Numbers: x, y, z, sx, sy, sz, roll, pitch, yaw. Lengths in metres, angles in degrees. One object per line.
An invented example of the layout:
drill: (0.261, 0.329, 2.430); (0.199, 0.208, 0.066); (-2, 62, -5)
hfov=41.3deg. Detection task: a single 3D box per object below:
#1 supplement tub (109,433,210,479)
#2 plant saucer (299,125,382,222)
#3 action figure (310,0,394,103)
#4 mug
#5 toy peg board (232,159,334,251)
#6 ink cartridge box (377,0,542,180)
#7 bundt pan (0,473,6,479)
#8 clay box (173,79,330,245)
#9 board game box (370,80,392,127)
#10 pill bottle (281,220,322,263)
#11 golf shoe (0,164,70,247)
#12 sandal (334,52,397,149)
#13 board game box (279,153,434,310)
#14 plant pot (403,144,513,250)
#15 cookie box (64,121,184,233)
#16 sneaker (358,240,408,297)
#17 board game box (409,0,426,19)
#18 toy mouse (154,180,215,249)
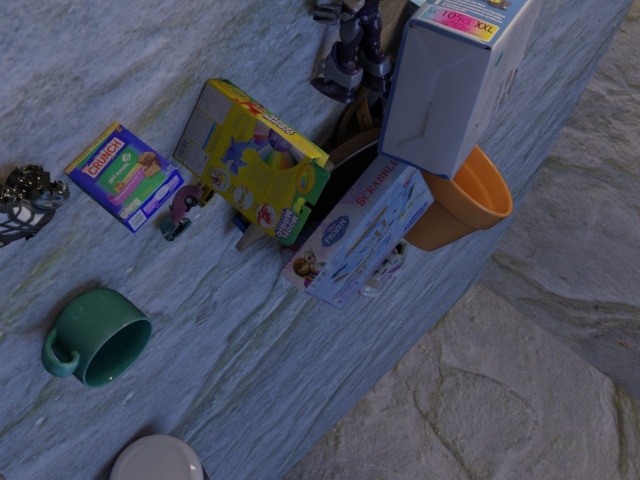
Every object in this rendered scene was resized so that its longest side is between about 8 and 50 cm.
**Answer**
supplement tub: (-0.331, 0.537, 1.811); (0.191, 0.191, 0.272); (-45, 161, -20)
plant saucer: (0.060, -0.131, 1.639); (0.277, 0.041, 0.278); (-33, 166, -9)
action figure: (0.060, -0.339, 1.277); (0.185, 0.099, 0.285); (-33, 151, -29)
mug: (-0.324, 0.130, 1.209); (0.129, 0.097, 0.158); (-51, 161, -3)
toy peg board: (-0.082, -0.082, 1.467); (0.161, 0.079, 0.161); (-36, 171, -40)
ink cartridge box: (0.263, -0.325, 1.478); (0.395, 0.151, 0.270); (-49, 159, -42)
bundt pan: (-0.559, 0.398, 1.101); (0.331, 0.124, 0.331); (-44, 160, -21)
clay box: (-0.086, -0.105, 1.144); (0.053, 0.222, 0.127); (-20, 144, -59)
board game box: (0.182, -0.275, 1.741); (0.194, 0.060, 0.194); (-50, 161, -8)
pill bottle: (0.000, 0.000, 1.772); (0.160, 0.087, 0.087); (-46, 161, -19)
golf shoe: (-0.348, -0.026, 0.890); (0.094, 0.077, 0.198); (-57, 160, 16)
sandal: (0.092, -0.241, 1.582); (0.219, 0.060, 0.090); (-59, 161, 20)
board game box: (0.085, -0.015, 1.684); (0.319, 0.066, 0.318); (-50, 162, 0)
plant pot: (0.270, -0.113, 1.965); (0.203, 0.291, 0.291); (-42, 169, 30)
cookie box: (-0.235, -0.077, 1.019); (0.092, 0.107, 0.040); (-48, 160, -14)
sneaker: (0.153, 0.062, 2.269); (0.252, 0.103, 0.111); (-39, 155, -52)
board game box: (0.242, -0.457, 1.574); (0.211, 0.039, 0.160); (-47, 161, -13)
toy mouse: (-0.205, -0.044, 1.250); (0.143, 0.031, 0.161); (-48, 177, -22)
